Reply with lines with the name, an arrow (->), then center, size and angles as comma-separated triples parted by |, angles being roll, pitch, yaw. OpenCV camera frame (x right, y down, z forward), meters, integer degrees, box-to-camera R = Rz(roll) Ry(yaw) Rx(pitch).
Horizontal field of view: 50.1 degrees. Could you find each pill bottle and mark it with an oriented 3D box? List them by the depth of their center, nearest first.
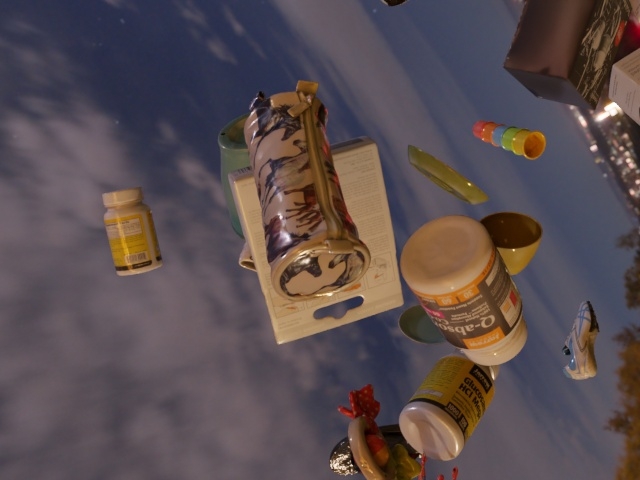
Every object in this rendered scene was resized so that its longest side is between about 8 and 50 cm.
pill bottle -> 0.264, 0.097, 1.216 | 0.278, 0.162, 0.162 | 52, -157, -38
pill bottle -> -0.477, -0.025, 1.726 | 0.119, 0.119, 0.209 | -29, -70, -67
pill bottle -> 0.377, 0.442, 1.939 | 0.188, 0.187, 0.334 | 56, -133, -9

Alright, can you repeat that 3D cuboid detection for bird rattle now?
bird rattle -> 0.125, 0.465, 1.566 | 0.207, 0.143, 0.254 | -12, -99, -77

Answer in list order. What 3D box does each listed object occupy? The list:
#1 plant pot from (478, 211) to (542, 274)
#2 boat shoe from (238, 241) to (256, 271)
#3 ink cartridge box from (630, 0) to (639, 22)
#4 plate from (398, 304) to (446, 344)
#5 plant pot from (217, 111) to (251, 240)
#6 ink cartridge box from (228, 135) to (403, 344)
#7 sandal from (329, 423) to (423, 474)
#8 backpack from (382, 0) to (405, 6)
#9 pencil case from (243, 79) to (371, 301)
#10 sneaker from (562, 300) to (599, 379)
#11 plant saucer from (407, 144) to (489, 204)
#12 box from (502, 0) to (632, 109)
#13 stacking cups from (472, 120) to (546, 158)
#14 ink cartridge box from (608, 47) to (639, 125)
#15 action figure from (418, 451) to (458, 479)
plant pot -> 0.391, 0.015, 1.433 | 0.134, 0.134, 0.095 | -84, -11, -54
boat shoe -> -0.082, 0.088, 1.784 | 0.276, 0.098, 0.096 | 21, -127, 4
ink cartridge box -> 0.839, -0.583, 1.543 | 0.160, 0.219, 0.093 | 94, 172, -62
plate -> 0.333, 0.262, 2.104 | 0.188, 0.188, 0.024 | -82, -9, -55
plant pot -> -0.129, -0.173, 1.703 | 0.272, 0.271, 0.255 | -89, -13, -50
ink cartridge box -> 0.000, 0.000, 1.471 | 0.091, 0.307, 0.385 | -129, 25, -65
sandal -> 0.228, 0.656, 2.128 | 0.107, 0.445, 0.168 | -87, -27, -56
backpack -> 0.196, -0.748, 1.912 | 0.182, 0.151, 0.115 | 58, -155, -13
pencil case -> -0.031, -0.087, 1.171 | 0.159, 0.184, 0.411 | 0, -132, -17
sneaker -> 0.665, 0.249, 1.755 | 0.085, 0.086, 0.237 | 57, -140, -33
plant saucer -> 0.307, -0.154, 1.695 | 0.240, 0.037, 0.241 | 34, -174, -4
box -> 0.653, -0.539, 1.779 | 0.178, 0.313, 0.343 | 23, -170, 31
stacking cups -> 0.633, -0.355, 2.365 | 0.096, 0.096, 0.316 | 46, 175, -30
ink cartridge box -> 0.490, -0.190, 0.897 | 0.175, 0.127, 0.072 | 58, 179, 33
action figure -> 0.325, 0.638, 1.838 | 0.280, 0.091, 0.139 | 23, -102, -66
